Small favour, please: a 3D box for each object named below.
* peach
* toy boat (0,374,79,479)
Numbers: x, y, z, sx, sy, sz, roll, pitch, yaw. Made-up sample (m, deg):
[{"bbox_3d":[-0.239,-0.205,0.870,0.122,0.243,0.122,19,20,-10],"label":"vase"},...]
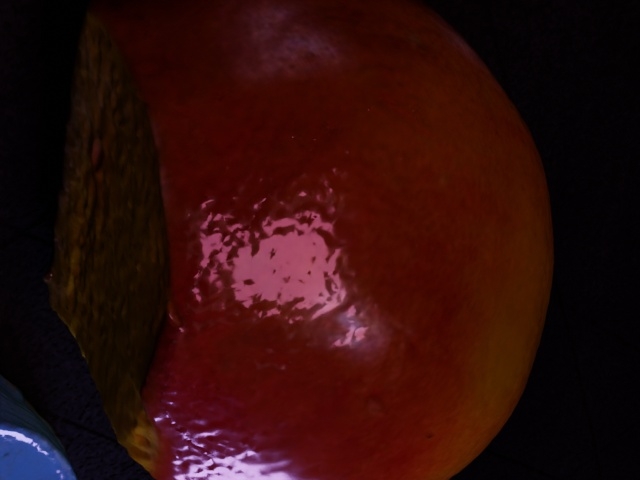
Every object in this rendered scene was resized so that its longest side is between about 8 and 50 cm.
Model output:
[{"bbox_3d":[0.000,0.000,1.012,0.380,0.242,0.306,20,109,-42],"label":"peach"},{"bbox_3d":[-0.212,0.132,1.068,0.075,0.077,0.185,-38,142,-11],"label":"toy boat"}]
